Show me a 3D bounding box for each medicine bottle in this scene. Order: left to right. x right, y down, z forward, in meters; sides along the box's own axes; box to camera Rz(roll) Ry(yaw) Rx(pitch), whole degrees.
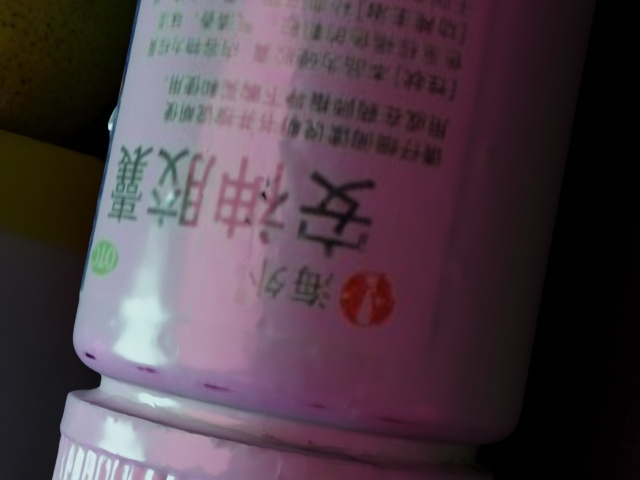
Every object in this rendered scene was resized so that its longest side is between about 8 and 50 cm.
[{"bbox_3d":[0.000,0.000,0.574,0.178,0.178,0.290,9,87,45],"label":"medicine bottle"}]

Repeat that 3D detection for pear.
[{"bbox_3d":[-0.192,-0.127,0.786,0.198,0.198,0.198,-13,71,42],"label":"pear"}]

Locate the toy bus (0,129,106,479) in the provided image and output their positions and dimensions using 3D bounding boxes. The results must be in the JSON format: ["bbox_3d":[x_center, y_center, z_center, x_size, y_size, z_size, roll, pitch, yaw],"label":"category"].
[{"bbox_3d":[-0.221,0.171,0.687,0.249,0.209,0.440,-17,69,40],"label":"toy bus"}]
